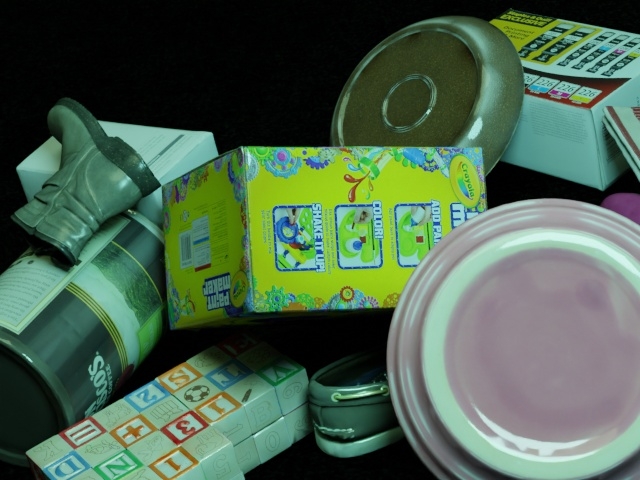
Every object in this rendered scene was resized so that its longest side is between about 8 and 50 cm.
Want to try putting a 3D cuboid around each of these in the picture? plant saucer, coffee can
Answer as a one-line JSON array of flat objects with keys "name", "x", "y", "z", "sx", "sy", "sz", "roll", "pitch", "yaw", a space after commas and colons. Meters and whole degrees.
[{"name": "plant saucer", "x": 0.129, "y": -0.177, "z": 2.235, "sx": 0.310, "sy": 0.050, "sz": 0.311, "roll": -20, "pitch": 56, "yaw": 31}, {"name": "coffee can", "x": -0.307, "y": 0.106, "z": 1.968, "sx": 0.201, "sy": 0.201, "sz": 0.275, "roll": 6, "pitch": 36, "yaw": 29}, {"name": "plant saucer", "x": 0.228, "y": 0.117, "z": 1.651, "sx": 0.332, "sy": 0.332, "sz": 0.084, "roll": -11, "pitch": -12, "yaw": 6}]

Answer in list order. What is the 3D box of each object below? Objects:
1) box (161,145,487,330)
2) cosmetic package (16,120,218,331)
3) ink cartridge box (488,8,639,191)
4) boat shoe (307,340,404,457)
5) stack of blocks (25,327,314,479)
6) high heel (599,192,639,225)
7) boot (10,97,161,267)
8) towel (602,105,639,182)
[{"name": "box", "x": 0.000, "y": 0.000, "z": 1.848, "sx": 0.279, "sy": 0.177, "sz": 0.290, "roll": -2, "pitch": -6, "yaw": -22}, {"name": "cosmetic package", "x": -0.238, "y": -0.022, "z": 2.124, "sx": 0.224, "sy": 0.224, "sz": 0.138, "roll": 9, "pitch": 38, "yaw": 33}, {"name": "ink cartridge box", "x": 0.344, "y": -0.217, "z": 2.294, "sx": 0.272, "sy": 0.130, "sz": 0.309, "roll": -35, "pitch": 37, "yaw": -32}, {"name": "boat shoe", "x": 0.127, "y": 0.139, "z": 1.848, "sx": 0.305, "sy": 0.091, "sz": 0.109, "roll": -23, "pitch": 32, "yaw": -15}, {"name": "stack of blocks", "x": -0.148, "y": 0.228, "z": 1.820, "sx": 0.297, "sy": 0.087, "sz": 0.171, "roll": -30, "pitch": 35, "yaw": -24}, {"name": "high heel", "x": 0.342, "y": 0.068, "z": 1.835, "sx": 0.181, "sy": 0.127, "sz": 0.377, "roll": -12, "pitch": 33, "yaw": -11}, {"name": "boot", "x": -0.309, "y": -0.072, "z": 1.965, "sx": 0.161, "sy": 0.083, "sz": 0.246, "roll": -41, "pitch": 39, "yaw": -10}, {"name": "towel", "x": 0.524, "y": -0.090, "z": 2.006, "sx": 0.329, "sy": 0.037, "sz": 0.237, "roll": 4, "pitch": 29, "yaw": -11}]
